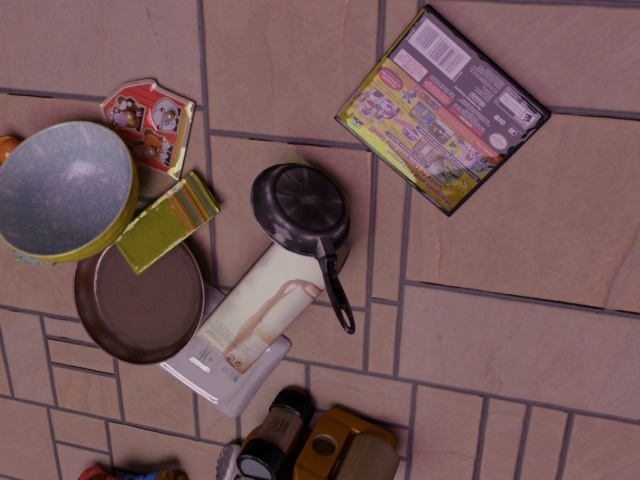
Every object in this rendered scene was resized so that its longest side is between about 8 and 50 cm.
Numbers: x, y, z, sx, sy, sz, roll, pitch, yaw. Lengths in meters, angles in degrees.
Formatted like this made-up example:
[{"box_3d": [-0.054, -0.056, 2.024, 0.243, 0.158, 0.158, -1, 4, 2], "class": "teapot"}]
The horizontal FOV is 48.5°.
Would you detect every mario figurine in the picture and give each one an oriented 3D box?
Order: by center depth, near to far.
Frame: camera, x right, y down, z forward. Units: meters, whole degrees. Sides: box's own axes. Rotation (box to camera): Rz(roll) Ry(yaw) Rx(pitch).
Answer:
[{"box_3d": [-0.490, 0.658, 1.759, 0.320, 0.170, 0.198, -14, 110, 21], "class": "mario figurine"}]

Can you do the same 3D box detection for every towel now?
[{"box_3d": [-0.314, -0.034, 1.430, 0.237, 0.021, 0.102, -36, 84, 17], "class": "towel"}]

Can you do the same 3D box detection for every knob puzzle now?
[{"box_3d": [-0.350, -0.224, 1.389, 0.213, 0.030, 0.213, 7, 116, 15], "class": "knob puzzle"}]

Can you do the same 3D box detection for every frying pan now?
[{"box_3d": [-0.027, -0.008, 1.229, 0.197, 0.326, 0.053, 13, 144, -22], "class": "frying pan"}]

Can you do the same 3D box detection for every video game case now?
[{"box_3d": [0.202, -0.214, 1.212, 0.275, 0.035, 0.248, 40, 119, -4], "class": "video game case"}]

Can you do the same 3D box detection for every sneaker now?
[{"box_3d": [-0.188, 0.602, 1.693, 0.115, 0.105, 0.281, -3, 114, -13], "class": "sneaker"}]

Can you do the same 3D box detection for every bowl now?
[{"box_3d": [-0.478, -0.074, 1.408, 0.289, 0.289, 0.156, 10, 160, 14], "class": "bowl"}]

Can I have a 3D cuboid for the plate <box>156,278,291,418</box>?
[{"box_3d": [-0.243, 0.245, 1.559, 0.278, 0.045, 0.277, 35, 119, 0], "class": "plate"}]

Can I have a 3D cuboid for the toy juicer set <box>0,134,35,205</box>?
[{"box_3d": [-0.752, -0.120, 1.508, 0.329, 0.089, 0.209, -13, 94, 18], "class": "toy juicer set"}]

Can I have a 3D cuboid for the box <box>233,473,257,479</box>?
[{"box_3d": [-0.098, 0.567, 1.469, 0.114, 0.036, 0.207, 3, 134, 33], "class": "box"}]

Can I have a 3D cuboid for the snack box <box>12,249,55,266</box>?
[{"box_3d": [-0.637, -0.017, 1.571, 0.100, 0.037, 0.141, 6, 114, 17], "class": "snack box"}]

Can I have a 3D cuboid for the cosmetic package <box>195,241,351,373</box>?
[{"box_3d": [-0.090, 0.097, 1.368, 0.129, 0.153, 0.296, 41, 115, -3], "class": "cosmetic package"}]

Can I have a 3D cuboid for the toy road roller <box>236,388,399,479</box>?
[{"box_3d": [-0.015, 0.496, 1.519, 0.329, 0.202, 0.241, 20, 130, 14], "class": "toy road roller"}]

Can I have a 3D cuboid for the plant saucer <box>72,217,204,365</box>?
[{"box_3d": [-0.377, 0.107, 1.497, 0.310, 0.050, 0.311, 2, 96, 15], "class": "plant saucer"}]
